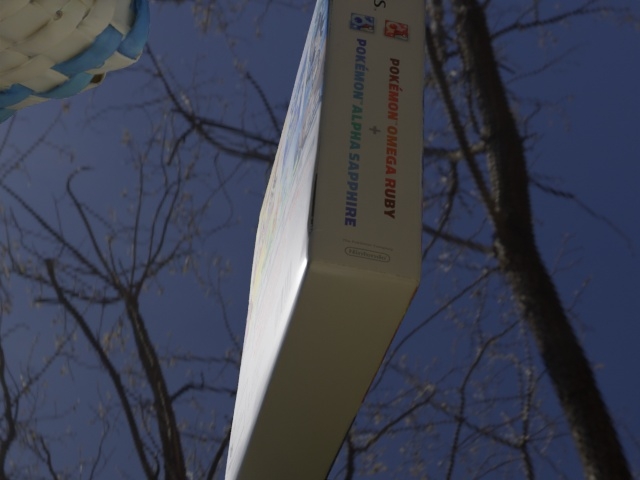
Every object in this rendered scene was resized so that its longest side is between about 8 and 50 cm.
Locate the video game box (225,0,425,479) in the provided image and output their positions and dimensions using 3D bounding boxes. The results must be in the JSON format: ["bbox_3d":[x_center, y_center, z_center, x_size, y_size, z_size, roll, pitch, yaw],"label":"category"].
[{"bbox_3d":[0.000,0.000,0.520,0.048,0.205,0.187,9,-128,-8],"label":"video game box"}]

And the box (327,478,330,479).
[{"bbox_3d":[0.014,0.300,0.480,0.290,0.177,0.279,37,-154,12],"label":"box"}]

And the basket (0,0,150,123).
[{"bbox_3d":[-0.207,-0.209,0.537,0.289,0.201,0.255,27,-123,-39],"label":"basket"}]
